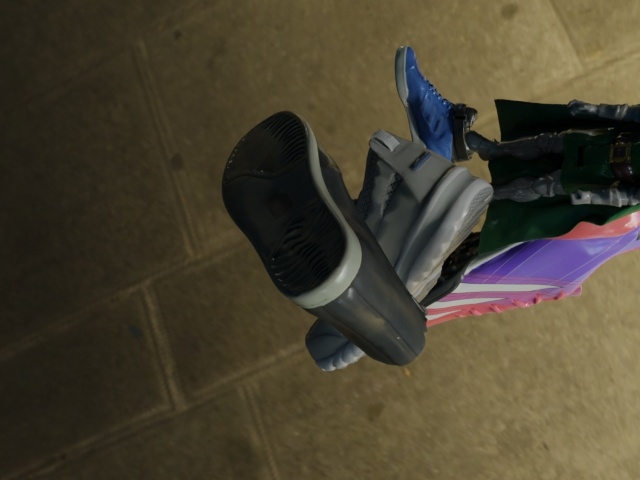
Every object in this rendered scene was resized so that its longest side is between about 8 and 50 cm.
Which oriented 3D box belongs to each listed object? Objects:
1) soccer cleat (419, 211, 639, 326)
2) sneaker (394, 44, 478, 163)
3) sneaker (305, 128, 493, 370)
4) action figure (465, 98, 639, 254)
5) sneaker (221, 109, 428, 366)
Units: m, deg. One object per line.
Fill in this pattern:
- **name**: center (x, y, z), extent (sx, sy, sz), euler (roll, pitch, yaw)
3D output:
- **soccer cleat**: center (0.204, 0.034, 1.178), extent (0.318, 0.109, 0.116), euler (-33, 103, 27)
- **sneaker**: center (0.141, -0.160, 1.321), extent (0.084, 0.058, 0.152), euler (-10, 102, 20)
- **sneaker**: center (0.045, 0.009, 0.982), extent (0.115, 0.281, 0.105), euler (42, 46, 10)
- **action figure**: center (0.215, -0.063, 0.872), extent (0.232, 0.063, 0.137), euler (-4, 79, 44)
- **sneaker**: center (0.000, 0.000, 0.829), extent (0.083, 0.118, 0.222), euler (-35, 39, 11)
